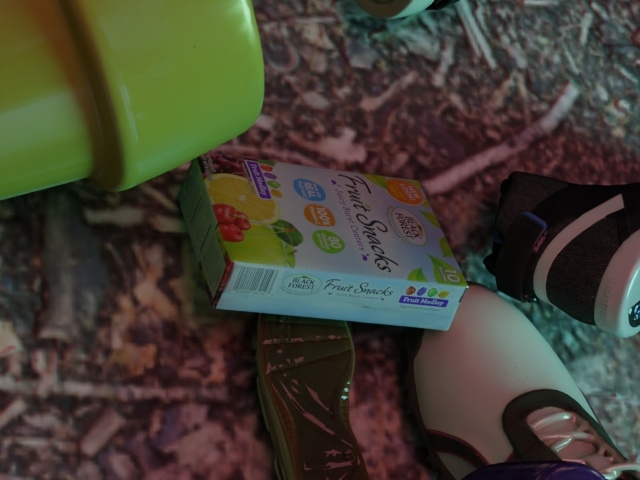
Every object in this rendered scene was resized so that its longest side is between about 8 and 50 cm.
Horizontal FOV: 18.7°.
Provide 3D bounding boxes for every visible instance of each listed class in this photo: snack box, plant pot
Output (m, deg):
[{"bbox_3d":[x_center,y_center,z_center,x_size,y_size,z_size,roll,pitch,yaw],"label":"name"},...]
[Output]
[{"bbox_3d":[0.000,0.000,1.079,0.141,0.037,0.100,7,37,-23],"label":"snack box"},{"bbox_3d":[-0.190,-0.115,0.953,0.239,0.254,0.254,-29,84,-16],"label":"plant pot"}]

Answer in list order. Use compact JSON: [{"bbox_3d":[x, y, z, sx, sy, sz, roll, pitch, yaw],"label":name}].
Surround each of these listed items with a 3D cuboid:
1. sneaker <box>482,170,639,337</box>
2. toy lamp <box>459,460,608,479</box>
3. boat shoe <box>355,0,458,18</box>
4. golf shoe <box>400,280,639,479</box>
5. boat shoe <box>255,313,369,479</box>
[{"bbox_3d":[0.174,-0.016,1.170,0.121,0.079,0.217,22,24,26],"label":"sneaker"},{"bbox_3d":[0.055,0.162,0.925,0.080,0.275,0.080,10,66,-23],"label":"toy lamp"},{"bbox_3d":[0.043,-0.300,1.195,0.113,0.127,0.340,-8,71,-33],"label":"boat shoe"},{"bbox_3d":[0.139,0.131,1.065,0.105,0.120,0.273,-16,71,-28],"label":"golf shoe"},{"bbox_3d":[-0.008,0.093,1.065,0.056,0.048,0.153,-5,66,-22],"label":"boat shoe"}]
